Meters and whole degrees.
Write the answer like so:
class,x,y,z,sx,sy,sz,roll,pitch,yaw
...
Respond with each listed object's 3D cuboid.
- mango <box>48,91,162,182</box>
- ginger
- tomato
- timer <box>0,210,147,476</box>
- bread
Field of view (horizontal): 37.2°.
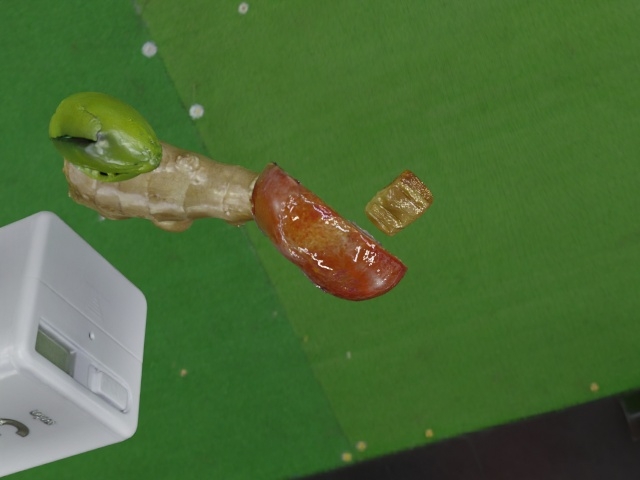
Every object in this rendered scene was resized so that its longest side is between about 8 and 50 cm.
class,x,y,z,sx,sy,sz,roll,pitch,yaw
mango,-0.188,-0.093,0.851,0.091,0.165,0.074,35,78,-37
ginger,-0.240,-0.063,1.556,0.376,0.166,0.236,27,135,14
tomato,0.000,0.000,1.252,0.237,0.237,0.095,37,94,-17
timer,-0.320,0.115,1.010,0.195,0.194,0.192,-19,138,19
bread,0.121,-0.057,1.489,0.074,0.053,0.132,44,149,-5
